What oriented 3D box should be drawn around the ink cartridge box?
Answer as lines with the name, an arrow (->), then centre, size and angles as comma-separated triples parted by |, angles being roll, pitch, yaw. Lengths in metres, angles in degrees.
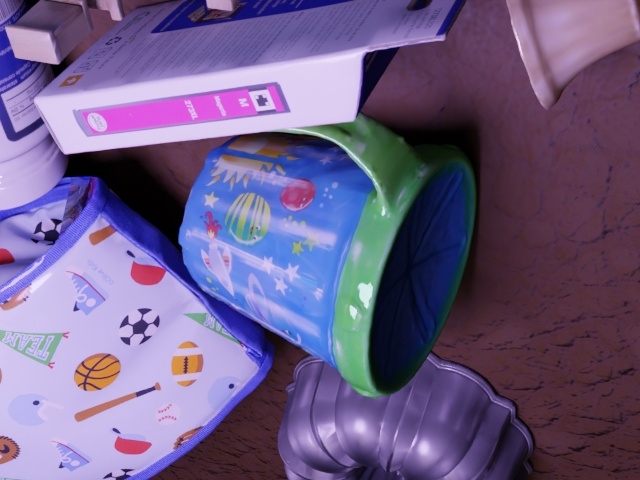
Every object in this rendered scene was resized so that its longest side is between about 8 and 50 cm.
ink cartridge box -> -0.042, -0.157, 0.775 | 0.371, 0.175, 0.069 | -5, 126, 30

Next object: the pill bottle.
pill bottle -> -0.346, -0.168, 0.936 | 0.153, 0.153, 0.264 | 10, 135, 18

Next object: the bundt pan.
bundt pan -> 0.090, 0.278, 1.182 | 0.331, 0.124, 0.331 | 15, 137, 14

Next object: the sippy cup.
sippy cup -> 0.000, 0.000, 0.894 | 0.224, 0.240, 0.305 | 19, 110, 24

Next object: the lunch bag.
lunch bag -> -0.292, 0.121, 1.100 | 0.385, 0.239, 0.328 | -29, 126, 20

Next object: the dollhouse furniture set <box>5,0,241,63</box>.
dollhouse furniture set -> -0.140, -0.226, 0.753 | 0.161, 0.182, 0.101 | 11, 135, 18

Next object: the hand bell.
hand bell -> 0.261, -0.186, 0.670 | 0.242, 0.126, 0.126 | -14, 125, 22
